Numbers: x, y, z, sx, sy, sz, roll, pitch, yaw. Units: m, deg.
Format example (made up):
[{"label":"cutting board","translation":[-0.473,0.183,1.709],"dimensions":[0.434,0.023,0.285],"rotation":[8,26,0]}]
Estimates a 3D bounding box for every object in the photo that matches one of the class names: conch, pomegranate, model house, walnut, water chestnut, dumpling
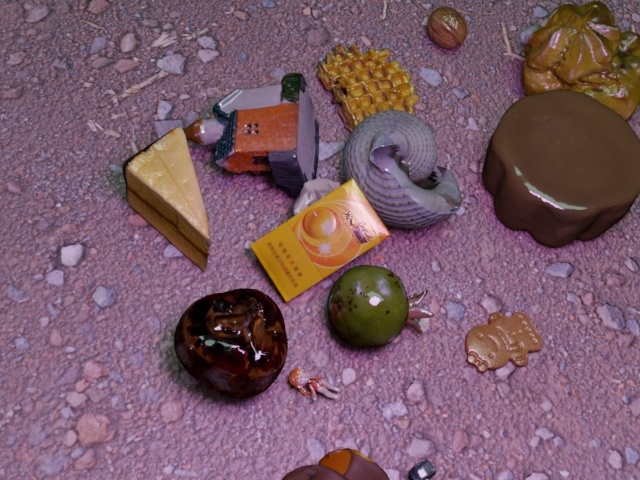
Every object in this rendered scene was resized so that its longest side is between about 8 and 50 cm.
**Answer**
[{"label":"conch","translation":[0.165,-0.146,1.877],"dimensions":[0.303,0.215,0.319],"rotation":[56,34,8]},{"label":"pomegranate","translation":[0.127,0.143,1.736],"dimensions":[0.224,0.181,0.181],"rotation":[12,54,-29]},{"label":"model house","translation":[-0.164,-0.239,1.934],"dimensions":[0.301,0.190,0.271],"rotation":[-2,61,7]},{"label":"walnut","translation":[0.348,-0.581,2.257],"dimensions":[0.105,0.105,0.124],"rotation":[-34,70,-26]},{"label":"water chestnut","translation":[-0.167,0.188,1.615],"dimensions":[0.224,0.238,0.223],"rotation":[10,48,-11]},{"label":"dumpling","translation":[-0.004,-0.059,1.846],"dimensions":[0.127,0.108,0.187],"rotation":[32,73,-38]}]

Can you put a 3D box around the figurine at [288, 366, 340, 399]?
[{"label":"figurine","translation":[-0.013,0.295,1.679],"dimensions":[0.109,0.047,0.064],"rotation":[24,50,-5]}]

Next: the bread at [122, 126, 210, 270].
[{"label":"bread","translation":[-0.287,-0.091,1.806],"dimensions":[0.264,0.167,0.163],"rotation":[41,60,12]}]

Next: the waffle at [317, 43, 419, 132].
[{"label":"waffle","translation":[0.115,-0.386,2.117],"dimensions":[0.283,0.065,0.309],"rotation":[22,54,1]}]

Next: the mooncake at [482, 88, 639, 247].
[{"label":"mooncake","translation":[0.576,-0.167,1.989],"dimensions":[0.379,0.200,0.378],"rotation":[2,60,-4]}]

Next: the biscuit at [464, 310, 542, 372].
[{"label":"biscuit","translation":[0.398,0.218,1.810],"dimensions":[0.184,0.027,0.133],"rotation":[-6,61,-13]}]

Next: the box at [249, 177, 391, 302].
[{"label":"box","translation":[0.000,0.000,1.777],"dimensions":[0.269,0.043,0.152],"rotation":[-34,88,3]}]

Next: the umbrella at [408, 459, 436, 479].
[{"label":"umbrella","translation":[0.270,0.567,1.531],"dimensions":[0.143,0.094,0.348],"rotation":[-17,61,-24]}]

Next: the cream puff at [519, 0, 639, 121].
[{"label":"cream puff","translation":[0.710,-0.475,2.153],"dimensions":[0.379,0.275,0.378],"rotation":[6,56,-9]}]

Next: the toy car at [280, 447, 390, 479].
[{"label":"toy car","translation":[0.062,0.531,1.445],"dimensions":[0.341,0.271,0.240],"rotation":[37,39,10]}]
